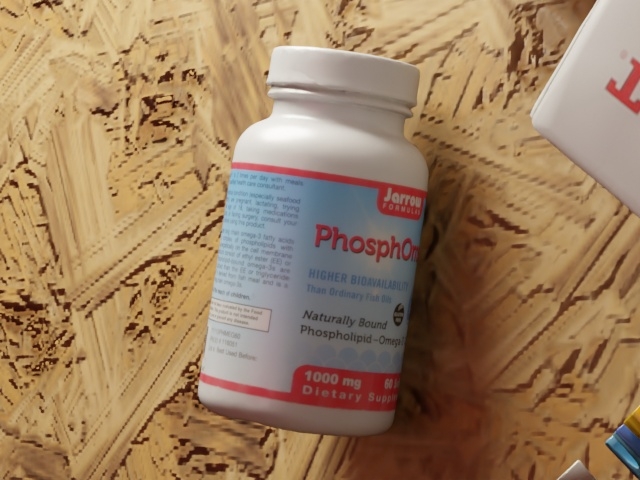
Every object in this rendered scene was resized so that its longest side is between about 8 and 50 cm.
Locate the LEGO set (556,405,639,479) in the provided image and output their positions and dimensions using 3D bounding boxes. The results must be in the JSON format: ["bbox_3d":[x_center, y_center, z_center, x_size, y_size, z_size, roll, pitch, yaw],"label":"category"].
[{"bbox_3d":[0.122,0.103,0.542,0.087,0.227,0.093,-42,78,-6],"label":"LEGO set"}]

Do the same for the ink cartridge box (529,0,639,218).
[{"bbox_3d":[0.231,-0.076,0.403,0.198,0.197,0.270,47,117,40],"label":"ink cartridge box"}]

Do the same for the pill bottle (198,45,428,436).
[{"bbox_3d":[0.000,0.000,0.722,0.087,0.087,0.160,9,91,47],"label":"pill bottle"}]
